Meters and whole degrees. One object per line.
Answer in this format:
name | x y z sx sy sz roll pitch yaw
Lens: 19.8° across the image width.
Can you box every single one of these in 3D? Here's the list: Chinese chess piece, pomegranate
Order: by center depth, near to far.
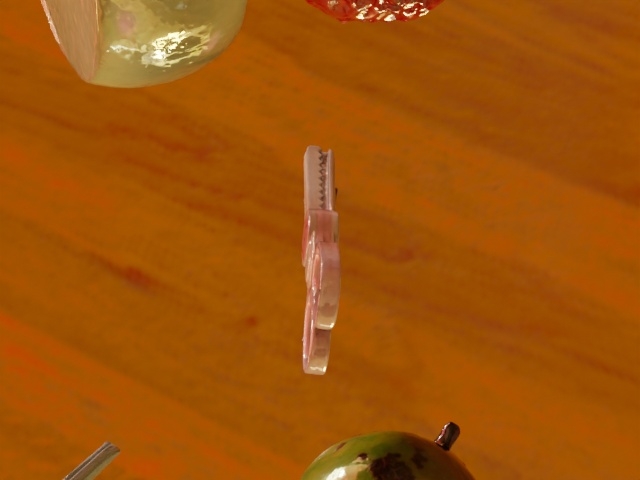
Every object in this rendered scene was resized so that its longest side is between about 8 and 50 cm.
Chinese chess piece | -0.128 -0.222 1.168 0.250 0.101 0.250 166 90 -73
pomegranate | 0.054 0.236 1.351 0.156 0.220 0.156 1 131 2

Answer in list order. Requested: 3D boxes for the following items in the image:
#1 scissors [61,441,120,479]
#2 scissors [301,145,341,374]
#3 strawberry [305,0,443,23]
scissors | -0.266 0.254 0.966 0.029 0.447 0.192 42 153 12
scissors | 0.000 0.000 1.587 0.030 0.242 0.118 6 133 -5
strawberry | 0.035 -0.268 1.489 0.205 0.244 0.205 0 88 -6
